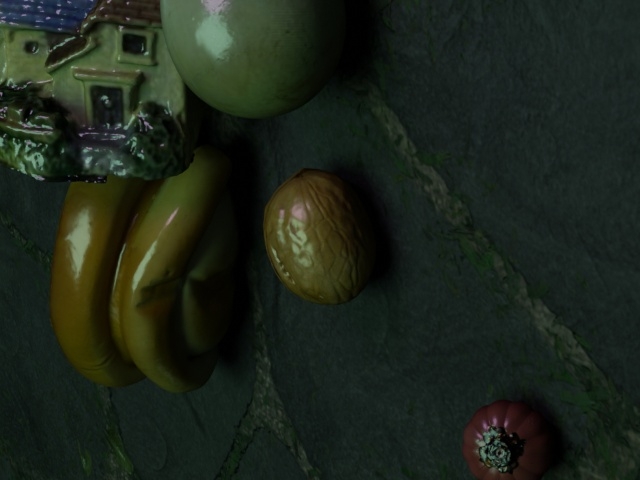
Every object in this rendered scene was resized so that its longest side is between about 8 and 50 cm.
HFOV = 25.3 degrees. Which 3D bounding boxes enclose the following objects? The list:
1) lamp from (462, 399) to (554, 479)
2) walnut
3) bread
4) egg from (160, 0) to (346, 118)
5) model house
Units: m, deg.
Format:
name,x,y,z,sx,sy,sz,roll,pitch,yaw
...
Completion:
name,x,y,z,sx,sy,sz,roll,pitch,yaw
lamp,0.217,0.237,1.646,0.107,0.092,0.107,1,94,20
walnut,0.000,0.000,1.789,0.144,0.144,0.180,4,114,53
bread,-0.238,0.024,2.082,0.245,0.329,0.424,10,122,5
egg,-0.085,-0.289,1.697,0.218,0.218,0.295,-39,62,54
model house,-0.296,-0.250,1.851,0.261,0.321,0.266,-85,1,-58
